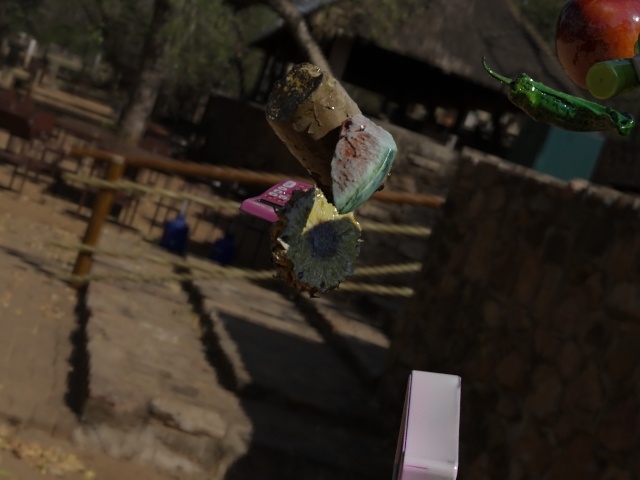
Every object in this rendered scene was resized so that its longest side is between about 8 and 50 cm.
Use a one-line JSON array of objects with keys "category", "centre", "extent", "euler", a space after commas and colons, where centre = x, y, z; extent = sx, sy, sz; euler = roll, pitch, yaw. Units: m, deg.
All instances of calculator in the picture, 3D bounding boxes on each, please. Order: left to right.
[{"category": "calculator", "centre": [-0.072, -0.079, 2.413], "extent": [0.127, 0.034, 0.190], "euler": [19, 30, 28]}]

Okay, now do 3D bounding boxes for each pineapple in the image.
[{"category": "pineapple", "centre": [0.000, 0.000, 1.971], "extent": [0.221, 0.221, 0.047], "euler": [15, -10, -39]}]

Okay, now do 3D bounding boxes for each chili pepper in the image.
[{"category": "chili pepper", "centre": [0.397, -0.225, 1.876], "extent": [0.279, 0.065, 0.122], "euler": [24, -6, 25]}]

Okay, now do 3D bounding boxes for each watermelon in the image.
[{"category": "watermelon", "centre": [0.064, -0.118, 1.674], "extent": [0.094, 0.180, 0.081], "euler": [16, -35, -4]}]

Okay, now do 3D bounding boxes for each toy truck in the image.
[{"category": "toy truck", "centre": [0.508, -0.262, 1.623], "extent": [0.211, 0.148, 0.187], "euler": [-20, 1, 35]}]

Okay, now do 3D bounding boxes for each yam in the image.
[{"category": "yam", "centre": [0.010, -0.169, 1.792], "extent": [0.128, 0.129, 0.238], "euler": [-11, -38, 28]}]

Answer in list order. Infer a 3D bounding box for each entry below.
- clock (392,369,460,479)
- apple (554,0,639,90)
[{"category": "clock", "centre": [0.120, 0.262, 1.305], "extent": [0.063, 0.150, 0.197], "euler": [9, 26, 4]}, {"category": "apple", "centre": [0.593, -0.415, 2.320], "extent": [0.218, 0.201, 0.218], "euler": [1, 25, 0]}]
